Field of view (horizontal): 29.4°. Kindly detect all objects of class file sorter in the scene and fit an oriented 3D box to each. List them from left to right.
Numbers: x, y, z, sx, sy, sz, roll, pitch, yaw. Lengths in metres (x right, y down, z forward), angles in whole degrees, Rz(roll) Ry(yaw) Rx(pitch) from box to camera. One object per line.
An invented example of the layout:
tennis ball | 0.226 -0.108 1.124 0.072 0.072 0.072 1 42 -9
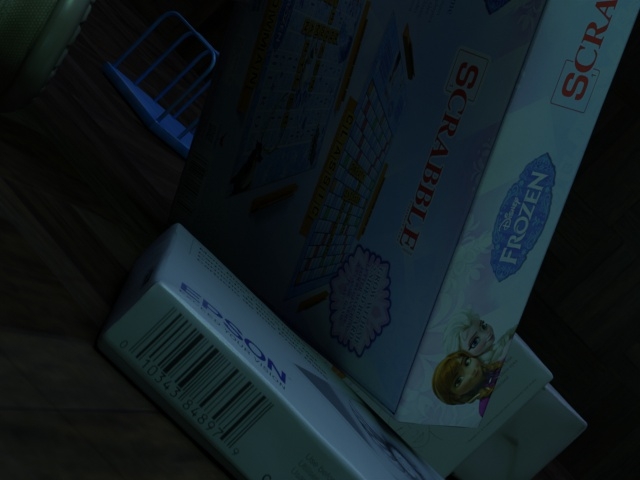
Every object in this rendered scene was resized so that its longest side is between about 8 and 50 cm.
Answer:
file sorter | -0.130 -0.150 1.335 0.118 0.104 0.170 50 5 36

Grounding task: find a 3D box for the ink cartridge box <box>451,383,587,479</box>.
ink cartridge box | 0.071 0.066 1.161 0.207 0.119 0.353 41 6 -43

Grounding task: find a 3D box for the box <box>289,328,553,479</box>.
box | 0.059 0.073 0.893 0.170 0.130 0.091 45 5 -18

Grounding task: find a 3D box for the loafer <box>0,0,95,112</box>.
loafer | -0.202 -0.143 0.636 0.092 0.102 0.268 27 2 -40

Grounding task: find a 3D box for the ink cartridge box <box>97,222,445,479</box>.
ink cartridge box | -0.012 0.087 0.637 0.223 0.045 0.224 45 4 -10

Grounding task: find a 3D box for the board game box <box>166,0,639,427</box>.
board game box | 0.037 -0.099 0.751 0.065 0.319 0.318 10 15 -34

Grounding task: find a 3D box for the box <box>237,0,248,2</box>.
box | -0.182 -0.268 0.774 0.299 0.142 0.154 14 -5 15
